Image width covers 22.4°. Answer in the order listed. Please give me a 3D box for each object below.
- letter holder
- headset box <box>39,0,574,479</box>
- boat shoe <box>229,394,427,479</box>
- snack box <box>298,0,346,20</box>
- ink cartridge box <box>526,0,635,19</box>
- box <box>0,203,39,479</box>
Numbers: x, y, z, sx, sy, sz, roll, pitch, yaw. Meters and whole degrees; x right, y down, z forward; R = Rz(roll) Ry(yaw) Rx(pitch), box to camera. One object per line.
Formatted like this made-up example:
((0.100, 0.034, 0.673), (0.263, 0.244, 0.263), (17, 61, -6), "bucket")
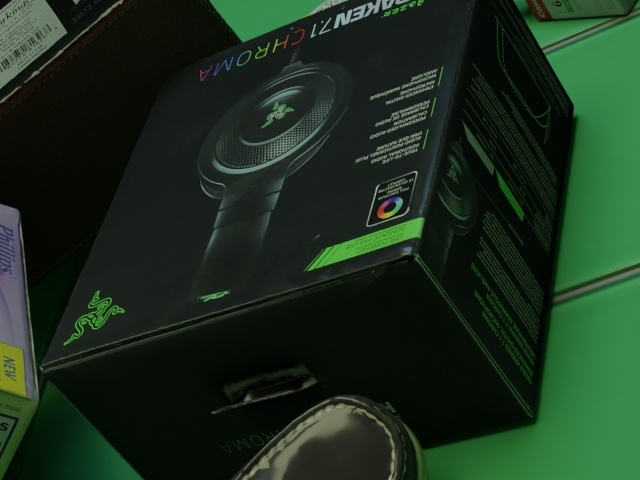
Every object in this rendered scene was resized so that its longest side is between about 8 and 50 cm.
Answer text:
((-0.187, -0.062, 1.141), (0.302, 0.214, 0.152), (-40, 43, 1), "letter holder")
((0.000, 0.000, 0.933), (0.246, 0.131, 0.283), (-17, 37, 30), "headset box")
((-0.048, 0.186, 0.740), (0.103, 0.092, 0.285), (34, 74, 21), "boat shoe")
((0.026, -0.151, 1.197), (0.141, 0.037, 0.100), (-36, 30, 0), "snack box")
((0.172, -0.181, 1.104), (0.115, 0.029, 0.063), (3, 49, 48), "ink cartridge box")
((-0.271, 0.113, 0.958), (0.243, 0.117, 0.213), (-61, 24, 22), "box")
